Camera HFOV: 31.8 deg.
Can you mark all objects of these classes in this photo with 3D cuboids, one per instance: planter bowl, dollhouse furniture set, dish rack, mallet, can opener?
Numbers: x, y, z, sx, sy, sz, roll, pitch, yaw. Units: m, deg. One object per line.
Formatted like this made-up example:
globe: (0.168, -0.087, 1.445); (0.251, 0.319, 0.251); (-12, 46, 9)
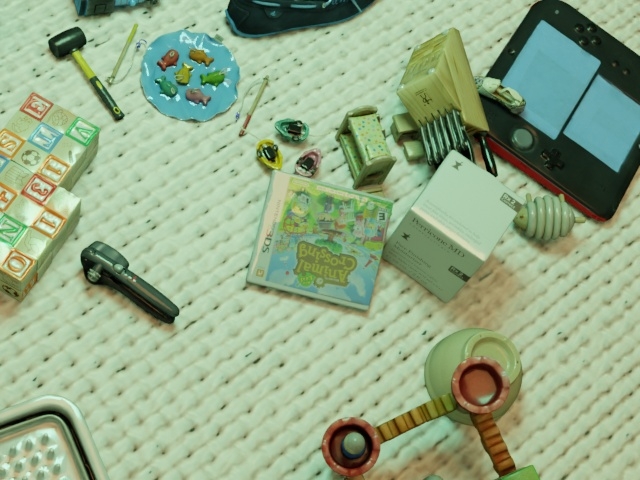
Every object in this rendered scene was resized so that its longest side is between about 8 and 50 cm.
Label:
planter bowl: (0.263, 0.210, 1.839); (0.162, 0.109, 0.162); (6, 63, -12)
dollhouse furniture set: (0.138, -0.143, 1.977); (0.161, 0.101, 0.181); (-12, 69, -20)
dish rack: (-0.459, 0.395, 1.578); (0.333, 0.072, 0.285); (-19, 71, -22)
mallet: (-0.405, -0.282, 1.940); (0.062, 0.039, 0.189); (-24, 77, -23)
can opener: (-0.302, 0.068, 1.783); (0.186, 0.059, 0.073); (36, 61, 4)

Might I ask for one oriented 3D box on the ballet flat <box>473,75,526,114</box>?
ballet flat: (0.329, -0.275, 2.063); (0.114, 0.041, 0.041); (32, 61, -1)

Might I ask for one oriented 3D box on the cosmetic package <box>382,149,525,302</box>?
cosmetic package: (0.219, -0.021, 1.894); (0.151, 0.183, 0.151); (35, 61, 4)

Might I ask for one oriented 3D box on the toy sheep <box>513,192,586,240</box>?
toy sheep: (0.408, -0.042, 2.012); (0.132, 0.091, 0.091); (-1, 64, 5)

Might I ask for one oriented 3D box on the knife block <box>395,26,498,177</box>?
knife block: (0.246, -0.224, 2.039); (0.242, 0.088, 0.275); (53, 32, -22)

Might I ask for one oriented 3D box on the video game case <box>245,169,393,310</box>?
video game case: (0.000, 0.000, 1.877); (0.213, 0.023, 0.193); (14, 85, -8)

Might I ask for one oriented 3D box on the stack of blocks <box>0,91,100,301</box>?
stack of blocks: (-0.467, -0.073, 1.790); (0.171, 0.087, 0.297); (29, 61, 0)

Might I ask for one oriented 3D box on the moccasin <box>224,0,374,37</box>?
moccasin: (-0.008, -0.463, 2.083); (0.342, 0.117, 0.137); (-28, 75, -25)

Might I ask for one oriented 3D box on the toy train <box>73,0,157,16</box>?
toy train: (-0.363, -0.465, 2.015); (0.184, 0.080, 0.105); (-12, 78, -22)

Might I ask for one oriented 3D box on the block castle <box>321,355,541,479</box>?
block castle: (0.208, 0.425, 1.616); (0.303, 0.213, 0.453); (-23, 77, -7)

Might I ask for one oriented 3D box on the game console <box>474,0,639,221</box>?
game console: (0.484, -0.262, 2.153); (0.342, 0.060, 0.386); (34, 62, 3)

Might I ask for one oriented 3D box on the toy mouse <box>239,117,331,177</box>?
toy mouse: (-0.042, -0.160, 1.977); (0.143, 0.031, 0.161); (-29, 76, -25)

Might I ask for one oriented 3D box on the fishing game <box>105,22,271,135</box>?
fishing game: (-0.227, -0.298, 1.991); (0.264, 0.041, 0.189); (25, 64, -3)
